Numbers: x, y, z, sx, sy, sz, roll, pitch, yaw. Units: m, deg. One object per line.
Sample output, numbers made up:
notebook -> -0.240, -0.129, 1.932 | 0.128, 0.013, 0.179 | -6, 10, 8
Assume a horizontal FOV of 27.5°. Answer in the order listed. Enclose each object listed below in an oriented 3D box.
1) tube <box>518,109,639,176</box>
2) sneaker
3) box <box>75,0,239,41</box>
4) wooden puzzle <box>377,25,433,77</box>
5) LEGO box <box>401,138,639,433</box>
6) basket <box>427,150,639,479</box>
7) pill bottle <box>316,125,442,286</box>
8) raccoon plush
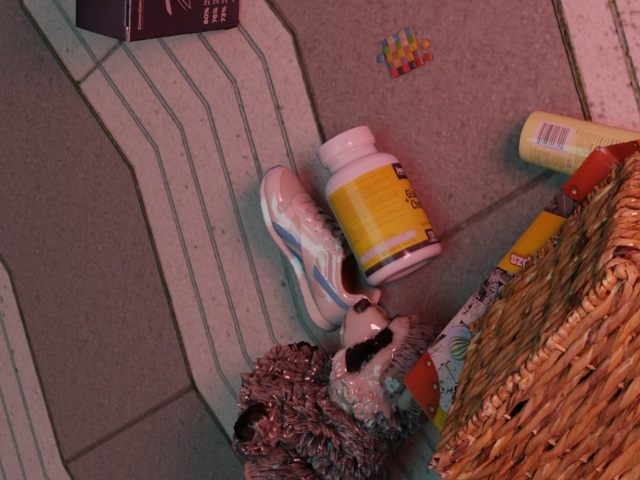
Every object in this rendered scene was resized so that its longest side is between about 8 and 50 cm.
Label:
tube -> 0.331, -0.082, 1.404 | 0.240, 0.062, 0.070 | 19, 157, 32
sneaker -> 0.000, 0.000, 1.707 | 0.092, 0.087, 0.229 | -28, 89, 36
box -> -0.209, -0.351, 1.710 | 0.108, 0.207, 0.153 | 21, 114, 37
wooden puzzle -> 0.101, -0.230, 1.601 | 0.083, 0.006, 0.049 | -21, 87, 43
LEGO box -> 0.368, 0.199, 1.265 | 0.500, 0.193, 0.372 | 53, 130, 23
basket -> 0.269, 0.107, 1.142 | 0.213, 0.223, 0.299 | 33, 126, -4
pill bottle -> 0.067, -0.044, 1.614 | 0.103, 0.103, 0.184 | -34, 78, 42
raccoon plush -> 0.095, 0.274, 1.675 | 0.299, 0.216, 0.446 | -8, 125, 29
